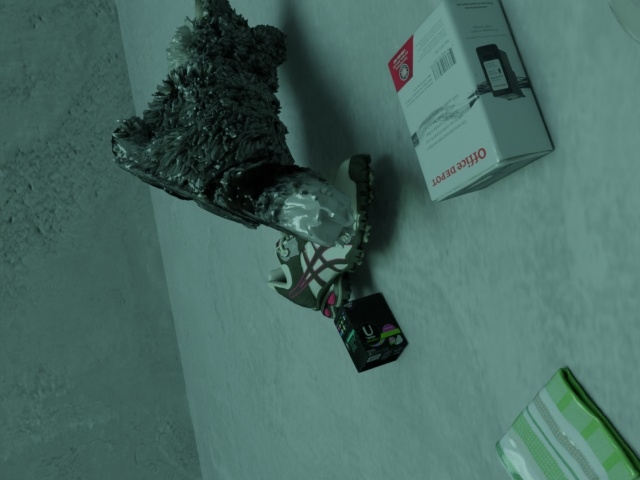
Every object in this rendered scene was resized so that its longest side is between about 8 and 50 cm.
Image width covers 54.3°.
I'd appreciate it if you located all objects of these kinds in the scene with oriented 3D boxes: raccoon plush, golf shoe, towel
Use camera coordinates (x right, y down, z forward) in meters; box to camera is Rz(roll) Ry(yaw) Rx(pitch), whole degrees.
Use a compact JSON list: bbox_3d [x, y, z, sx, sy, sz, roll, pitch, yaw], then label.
[{"bbox_3d":[-0.064,-0.170,0.819,0.446,0.216,0.299,21,84,34],"label":"raccoon plush"},{"bbox_3d":[0.000,0.000,0.820,0.105,0.120,0.273,-78,2,-47],"label":"golf shoe"},{"bbox_3d":[0.221,0.204,0.579,0.113,0.023,0.152,58,149,36],"label":"towel"}]

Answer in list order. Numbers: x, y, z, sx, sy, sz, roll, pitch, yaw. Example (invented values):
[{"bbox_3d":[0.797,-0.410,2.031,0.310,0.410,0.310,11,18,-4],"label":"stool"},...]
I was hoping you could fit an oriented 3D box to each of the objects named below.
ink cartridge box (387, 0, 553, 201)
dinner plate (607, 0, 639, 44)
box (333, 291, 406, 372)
[{"bbox_3d":[0.131,-0.124,0.570,0.109,0.063,0.151,-34,70,64],"label":"ink cartridge box"},{"bbox_3d":[0.229,-0.186,0.385,0.141,0.017,0.141,44,141,52],"label":"dinner plate"},{"bbox_3d":[0.065,0.123,0.835,0.083,0.062,0.052,63,153,29],"label":"box"}]
